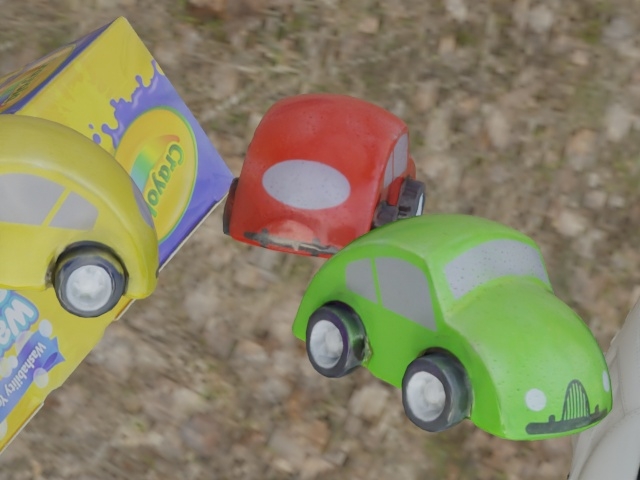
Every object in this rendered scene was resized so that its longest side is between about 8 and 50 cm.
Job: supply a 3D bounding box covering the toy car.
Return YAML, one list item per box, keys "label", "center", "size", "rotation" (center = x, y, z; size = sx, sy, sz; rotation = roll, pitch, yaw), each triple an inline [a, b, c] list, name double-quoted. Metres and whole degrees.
- label: "toy car"
  center: [0.000, 0.000, 0.611]
  size: [0.239, 0.225, 0.053]
  rotation: [-8, 113, -43]

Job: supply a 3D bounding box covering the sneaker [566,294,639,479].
- label: "sneaker"
  center: [0.152, 0.041, 0.787]
  size: [0.090, 0.095, 0.235]
  rotation: [42, 55, -16]

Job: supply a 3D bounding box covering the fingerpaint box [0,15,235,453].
- label: "fingerpaint box"
  center: [-0.326, 0.064, 1.365]
  size: [0.163, 0.371, 0.445]
  rotation: [56, 43, -18]
